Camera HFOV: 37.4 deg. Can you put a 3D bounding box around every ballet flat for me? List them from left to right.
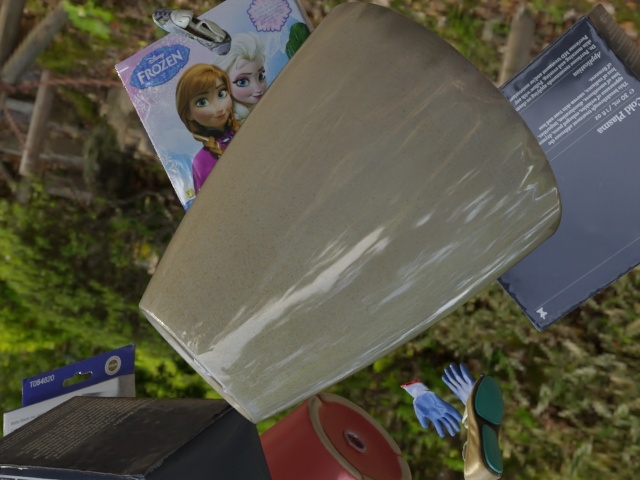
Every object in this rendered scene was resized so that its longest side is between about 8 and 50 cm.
[{"bbox_3d":[-0.171,-0.293,1.285,0.114,0.041,0.041,26,174,-11],"label":"ballet flat"},{"bbox_3d":[0.287,0.344,1.723,0.080,0.232,0.073,37,125,-17],"label":"ballet flat"}]

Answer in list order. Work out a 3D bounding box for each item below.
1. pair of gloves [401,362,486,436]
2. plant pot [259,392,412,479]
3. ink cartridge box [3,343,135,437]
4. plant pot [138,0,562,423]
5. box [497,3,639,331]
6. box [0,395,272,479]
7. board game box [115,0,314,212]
[{"bbox_3d":[0.271,0.329,1.946,0.198,0.023,0.159,-27,110,33],"label":"pair of gloves"},{"bbox_3d":[-0.016,0.373,1.382,0.275,0.243,0.275,36,-163,-13],"label":"plant pot"},{"bbox_3d":[-0.363,0.274,1.363,0.223,0.224,0.045,-20,150,21],"label":"ink cartridge box"},{"bbox_3d":[0.000,0.000,0.741,0.256,0.274,0.256,42,165,14],"label":"plant pot"},{"bbox_3d":[0.358,-0.104,1.366,0.312,0.343,0.179,50,-152,0],"label":"box"},{"bbox_3d":[-0.197,0.342,1.057,0.294,0.296,0.182,-6,-165,37],"label":"box"},{"bbox_3d":[-0.125,-0.216,1.529,0.318,0.318,0.066,-28,177,12],"label":"board game box"}]
